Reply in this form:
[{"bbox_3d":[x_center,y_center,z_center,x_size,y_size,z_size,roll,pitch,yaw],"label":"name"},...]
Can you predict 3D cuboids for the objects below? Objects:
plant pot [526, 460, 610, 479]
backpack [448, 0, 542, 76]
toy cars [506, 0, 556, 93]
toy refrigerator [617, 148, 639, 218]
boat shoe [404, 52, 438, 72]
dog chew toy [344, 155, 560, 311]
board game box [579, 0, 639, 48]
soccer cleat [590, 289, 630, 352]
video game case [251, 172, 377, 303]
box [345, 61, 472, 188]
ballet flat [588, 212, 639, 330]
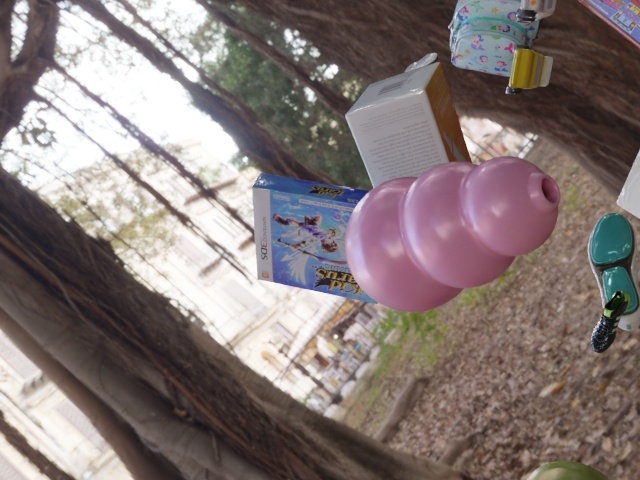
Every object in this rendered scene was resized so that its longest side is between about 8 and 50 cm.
[{"bbox_3d":[0.563,0.688,1.379,0.366,0.366,0.353,-53,-10,21],"label":"plant pot"},{"bbox_3d":[0.442,-0.548,1.559,0.253,0.225,0.191,82,-156,-67],"label":"backpack"},{"bbox_3d":[0.444,-0.422,1.267,0.393,0.087,0.176,69,-147,-61],"label":"toy cars"},{"bbox_3d":[0.720,-0.172,1.248,0.102,0.094,0.269,-116,35,-62],"label":"toy refrigerator"},{"bbox_3d":[0.298,-0.501,1.779,0.125,0.038,0.046,-18,40,52],"label":"boat shoe"},{"bbox_3d":[0.184,-0.016,0.871,0.332,0.206,0.206,-25,15,51],"label":"dog chew toy"},{"bbox_3d":[0.700,-0.512,1.351,0.027,0.281,0.145,-44,-8,-23],"label":"board game box"},{"bbox_3d":[0.759,0.211,1.629,0.072,0.060,0.179,28,-92,-45],"label":"soccer cleat"},{"bbox_3d":[0.000,0.000,1.247,0.061,0.270,0.244,-67,-17,-48],"label":"video game case"},{"bbox_3d":[0.212,-0.164,1.298,0.168,0.345,0.215,-13,25,25],"label":"box"},{"bbox_3d":[0.882,0.097,1.831,0.139,0.139,0.400,121,167,-48],"label":"ballet flat"}]
